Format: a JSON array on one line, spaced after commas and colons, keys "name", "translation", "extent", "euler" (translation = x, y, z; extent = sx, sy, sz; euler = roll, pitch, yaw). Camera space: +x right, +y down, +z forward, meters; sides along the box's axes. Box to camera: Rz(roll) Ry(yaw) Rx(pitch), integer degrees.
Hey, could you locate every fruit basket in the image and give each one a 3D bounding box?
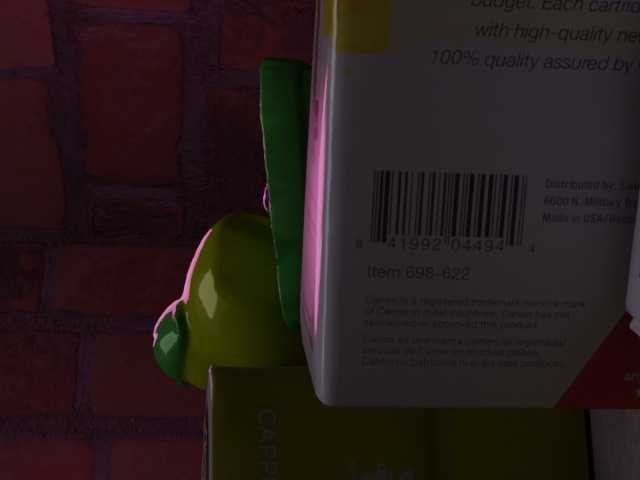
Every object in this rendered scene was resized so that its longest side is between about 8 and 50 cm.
[{"name": "fruit basket", "translation": [0.000, 0.000, 1.178], "extent": [0.392, 0.392, 0.283], "euler": [118, 148, -78]}]

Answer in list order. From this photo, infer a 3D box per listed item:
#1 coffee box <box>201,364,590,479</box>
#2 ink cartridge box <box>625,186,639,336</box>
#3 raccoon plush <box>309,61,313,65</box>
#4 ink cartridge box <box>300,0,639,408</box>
[{"name": "coffee box", "translation": [0.053, 0.311, 1.145], "extent": [0.334, 0.338, 0.338], "euler": [110, 160, -71]}, {"name": "ink cartridge box", "translation": [0.232, -0.071, 0.519], "extent": [0.207, 0.117, 0.283], "euler": [-112, 24, -75]}, {"name": "raccoon plush", "translation": [0.053, -0.013, 1.470], "extent": [0.299, 0.216, 0.446], "euler": [-169, 57, -80]}, {"name": "ink cartridge box", "translation": [0.137, -0.108, 0.698], "extent": [0.160, 0.279, 0.385], "euler": [-106, 19, -75]}]
